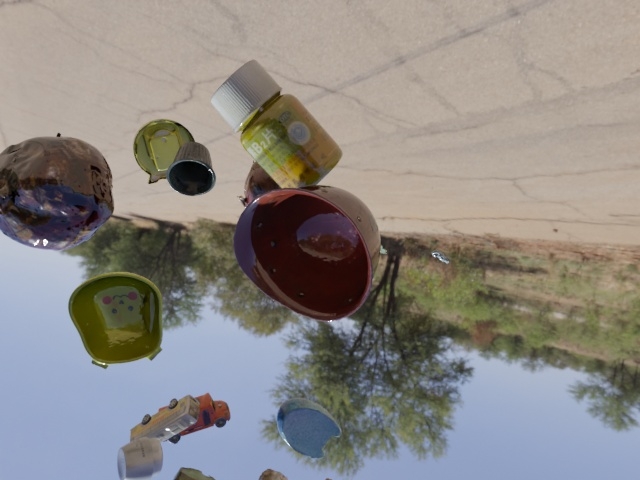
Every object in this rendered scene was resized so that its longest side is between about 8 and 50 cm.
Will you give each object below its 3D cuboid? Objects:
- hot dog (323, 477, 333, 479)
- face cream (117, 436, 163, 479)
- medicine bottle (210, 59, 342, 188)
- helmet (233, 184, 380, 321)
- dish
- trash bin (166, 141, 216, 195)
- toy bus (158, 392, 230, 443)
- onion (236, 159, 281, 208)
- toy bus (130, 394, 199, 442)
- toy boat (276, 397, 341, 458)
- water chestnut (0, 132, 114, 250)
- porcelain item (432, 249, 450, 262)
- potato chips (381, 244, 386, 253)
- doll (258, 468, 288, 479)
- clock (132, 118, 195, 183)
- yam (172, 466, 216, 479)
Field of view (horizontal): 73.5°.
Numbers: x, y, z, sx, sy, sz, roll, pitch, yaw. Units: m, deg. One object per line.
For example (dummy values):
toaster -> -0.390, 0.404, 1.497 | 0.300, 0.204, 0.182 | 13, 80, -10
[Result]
hot dog -> 0.050, 1.185, 1.974 | 0.071, 0.164, 0.045 | -26, 160, 21
face cream -> -0.517, 0.629, 1.228 | 0.104, 0.117, 0.117 | 3, -178, -39
medicine bottle -> -0.131, -0.334, 1.303 | 0.384, 0.224, 0.224 | 47, 166, -13
helmet -> 0.000, 0.000, 1.077 | 0.385, 0.337, 0.230 | -5, -159, 37
dish -> -0.531, 0.198, 1.153 | 0.222, 0.262, 0.108 | -8, -164, -13
trash bin -> -0.479, -0.283, 1.617 | 0.176, 0.160, 0.175 | -4, 138, -4
toy bus -> -0.615, 0.854, 2.099 | 0.330, 0.153, 0.143 | -11, -164, -17
onion -> -0.215, -0.258, 1.990 | 0.355, 0.352, 0.353 | 12, 175, 1
toy bus -> -0.592, 0.698, 1.632 | 0.092, 0.268, 0.106 | 60, 180, -34
toy boat -> -0.063, 0.818, 1.907 | 0.330, 0.215, 0.123 | 40, 178, -23
water chestnut -> -0.727, -0.129, 1.232 | 0.336, 0.334, 0.347 | 10, 173, 26
porcelain item -> 0.528, 0.069, 1.881 | 0.083, 0.036, 0.028 | 29, -147, 6
potato chips -> 0.164, 0.021, 1.871 | 0.167, 0.059, 0.228 | 3, -176, -39
doll -> -0.162, 0.775, 1.242 | 0.105, 0.115, 0.221 | 49, -155, -11
clock -> -0.723, -0.422, 1.992 | 0.278, 0.293, 0.071 | -12, -148, -26
yam -> -0.512, 0.981, 1.530 | 0.168, 0.304, 0.168 | 23, 152, 13
